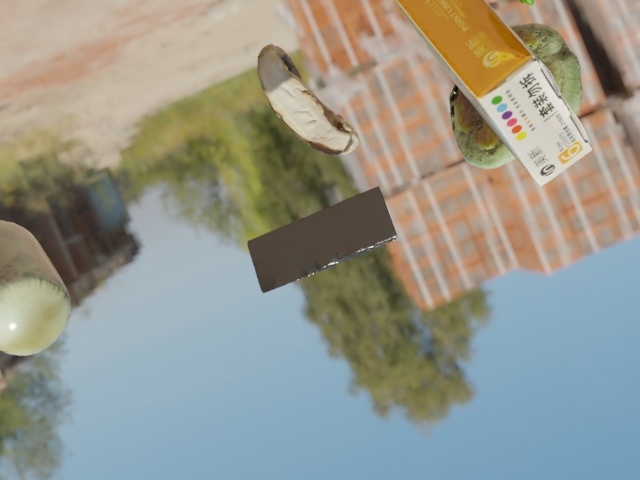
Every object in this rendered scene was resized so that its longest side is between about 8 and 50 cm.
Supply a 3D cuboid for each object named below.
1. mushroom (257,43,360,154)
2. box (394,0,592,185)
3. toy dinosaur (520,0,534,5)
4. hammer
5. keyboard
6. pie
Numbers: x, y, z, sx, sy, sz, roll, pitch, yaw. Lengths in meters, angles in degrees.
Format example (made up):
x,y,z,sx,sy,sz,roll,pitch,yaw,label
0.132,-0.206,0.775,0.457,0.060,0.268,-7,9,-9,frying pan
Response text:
x,y,z,sx,sy,sz,roll,pitch,yaw,label
-0.022,-0.191,2.229,0.072,0.210,0.094,-44,165,10,mushroom
0.205,-0.221,1.893,0.091,0.274,0.221,-38,138,6,box
0.270,-0.358,1.723,0.177,0.194,0.152,-41,-135,-5,toy dinosaur
-0.447,0.109,1.799,0.305,0.113,0.202,-35,-147,-7,hammer
0.001,0.000,1.932,0.196,0.074,0.015,-23,163,19,keyboard
0.281,-0.210,2.247,0.054,0.241,0.240,23,150,-40,pie
